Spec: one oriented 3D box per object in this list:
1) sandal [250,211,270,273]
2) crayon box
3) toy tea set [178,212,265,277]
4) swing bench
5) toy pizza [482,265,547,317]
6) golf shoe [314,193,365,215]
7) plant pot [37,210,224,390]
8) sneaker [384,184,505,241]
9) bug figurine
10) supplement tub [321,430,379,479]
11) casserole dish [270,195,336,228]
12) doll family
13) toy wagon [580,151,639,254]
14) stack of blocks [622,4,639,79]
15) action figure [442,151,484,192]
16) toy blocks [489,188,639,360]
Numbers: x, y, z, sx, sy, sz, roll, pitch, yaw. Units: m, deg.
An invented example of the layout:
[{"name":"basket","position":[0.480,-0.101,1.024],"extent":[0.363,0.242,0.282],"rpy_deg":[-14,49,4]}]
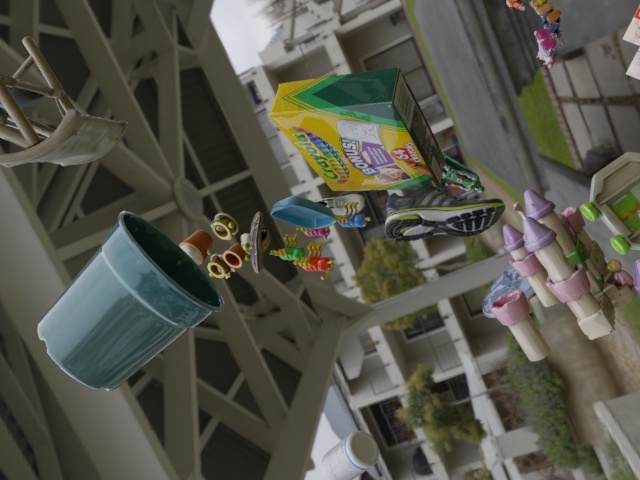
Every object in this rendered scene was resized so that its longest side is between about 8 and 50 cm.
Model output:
[{"name":"sandal","position":[-0.164,0.005,1.582],"extent":[0.072,0.048,0.180],"rpy_deg":[-142,49,-61]},{"name":"crayon box","position":[0.101,-0.250,1.398],"extent":[0.363,0.312,0.106],"rpy_deg":[44,-127,-52]},{"name":"toy tea set","position":[-0.320,0.033,1.817],"extent":[0.200,0.336,0.124],"rpy_deg":[47,-135,-14]},{"name":"swing bench","position":[-0.498,-0.221,0.954],"extent":[0.254,0.165,0.253],"rpy_deg":[42,-176,-5]},{"name":"toy pizza","position":[0.474,0.114,1.374],"extent":[0.032,0.201,0.201],"rpy_deg":[42,-164,-6]},{"name":"golf shoe","position":[0.051,-0.106,1.771],"extent":[0.086,0.176,0.069],"rpy_deg":[6,-106,-70]},{"name":"plant pot","position":[-0.476,0.162,1.399],"extent":[0.341,0.334,0.341],"rpy_deg":[46,-179,-1]},{"name":"sneaker","position":[0.297,-0.081,1.377],"extent":[0.111,0.299,0.121],"rpy_deg":[92,173,-56]},{"name":"bug figurine","position":[0.000,0.000,1.542],"extent":[0.279,0.216,0.072],"rpy_deg":[-48,-54,-36]},{"name":"supplement tub","position":[0.056,0.414,1.081],"extent":[0.070,0.107,0.071],"rpy_deg":[21,-138,-20]},{"name":"casserole dish","position":[-0.043,-0.074,1.484],"extent":[0.188,0.114,0.037],"rpy_deg":[19,-115,-42]},{"name":"doll family","position":[0.570,-0.578,1.451],"extent":[0.263,0.118,0.163],"rpy_deg":[64,-161,7]},{"name":"toy wagon","position":[0.890,-0.072,1.524],"extent":[0.345,0.267,0.068],"rpy_deg":[56,-175,18]},{"name":"stack of blocks","position":[0.637,-0.368,0.997],"extent":[0.171,0.297,0.087],"rpy_deg":[31,142,21]},{"name":"action figure","position":[0.455,-0.226,1.940],"extent":[0.063,0.232,0.137],"rpy_deg":[-55,-11,-34]},{"name":"toy blocks","position":[0.453,0.003,1.020],"extent":[0.260,0.308,0.288],"rpy_deg":[57,-147,-3]}]
